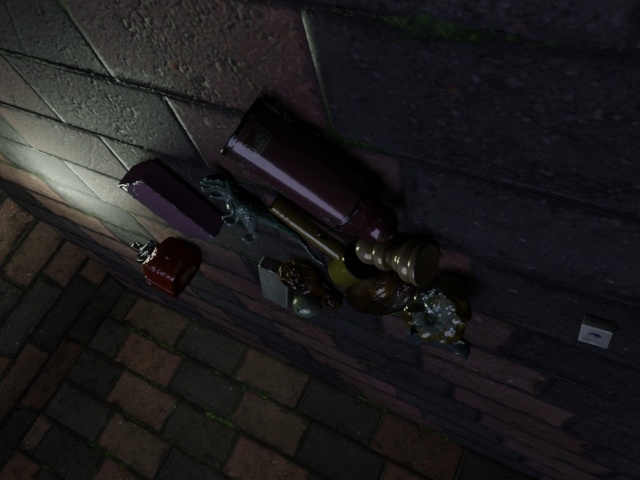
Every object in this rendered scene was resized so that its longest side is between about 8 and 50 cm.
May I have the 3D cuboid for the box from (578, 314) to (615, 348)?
[{"bbox_3d":[0.528,0.175,0.958,0.054,0.024,0.083,18,157,30],"label":"box"}]

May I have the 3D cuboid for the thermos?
[{"bbox_3d":[-0.008,-0.099,0.878,0.330,0.110,0.136,34,157,-13],"label":"thermos"}]

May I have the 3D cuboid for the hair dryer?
[{"bbox_3d":[0.000,0.000,1.145,0.278,0.090,0.135,37,160,-5],"label":"hair dryer"}]

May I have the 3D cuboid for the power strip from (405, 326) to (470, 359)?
[{"bbox_3d":[0.326,0.279,1.404,0.137,0.044,0.216,43,155,-30],"label":"power strip"}]

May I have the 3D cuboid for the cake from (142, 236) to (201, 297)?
[{"bbox_3d":[-0.554,0.096,1.883,0.150,0.177,0.283,28,153,2],"label":"cake"}]

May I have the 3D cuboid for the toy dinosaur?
[{"bbox_3d":[-0.160,-0.034,1.243,0.129,0.076,0.383,-26,134,35],"label":"toy dinosaur"}]

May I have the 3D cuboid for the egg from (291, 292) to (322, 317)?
[{"bbox_3d":[-0.044,0.211,1.643,0.110,0.085,0.085,-1,146,31],"label":"egg"}]

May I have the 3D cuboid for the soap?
[{"bbox_3d":[-0.408,-0.105,1.383,0.259,0.081,0.181,41,156,-31],"label":"soap"}]

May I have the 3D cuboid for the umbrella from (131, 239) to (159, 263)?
[{"bbox_3d":[-0.669,0.087,2.104,0.272,0.110,0.122,35,158,-5],"label":"umbrella"}]

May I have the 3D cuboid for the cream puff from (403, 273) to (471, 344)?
[{"bbox_3d":[0.261,0.144,1.071,0.121,0.156,0.156,47,157,-3],"label":"cream puff"}]

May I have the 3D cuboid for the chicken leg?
[{"bbox_3d":[-0.021,0.133,1.464,0.251,0.087,0.107,38,178,-39],"label":"chicken leg"}]

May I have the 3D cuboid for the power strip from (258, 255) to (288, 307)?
[{"bbox_3d":[-0.149,0.150,1.689,0.106,0.043,0.367,26,158,7],"label":"power strip"}]

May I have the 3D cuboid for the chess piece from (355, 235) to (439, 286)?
[{"bbox_3d":[0.146,0.026,1.017,0.170,0.094,0.094,20,158,39],"label":"chess piece"}]

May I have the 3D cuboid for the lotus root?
[{"bbox_3d":[0.138,0.154,1.311,0.167,0.078,0.329,31,158,-2],"label":"lotus root"}]
